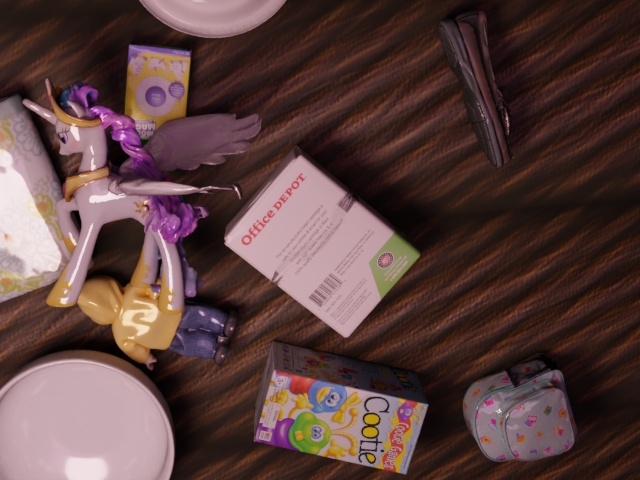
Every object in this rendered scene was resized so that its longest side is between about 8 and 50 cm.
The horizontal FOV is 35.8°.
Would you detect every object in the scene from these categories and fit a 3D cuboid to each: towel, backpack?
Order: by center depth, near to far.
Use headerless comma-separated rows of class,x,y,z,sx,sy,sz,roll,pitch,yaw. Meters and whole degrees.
towel,-0.611,-0.039,1.655,0.375,0.090,0.320,-20,109,1
backpack,0.358,0.316,1.794,0.189,0.144,0.165,-16,111,3

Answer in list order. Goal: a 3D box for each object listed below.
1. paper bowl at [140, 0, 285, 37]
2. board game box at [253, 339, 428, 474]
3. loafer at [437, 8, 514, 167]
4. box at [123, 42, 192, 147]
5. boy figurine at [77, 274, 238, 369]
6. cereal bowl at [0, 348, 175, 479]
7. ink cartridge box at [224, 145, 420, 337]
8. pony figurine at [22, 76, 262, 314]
paper bowl,-0.169,-0.458,1.542,0.284,0.148,0.284,-1,107,-4
board game box,0.031,0.295,1.761,0.275,0.144,0.142,14,104,-7
loafer,0.281,-0.255,1.659,0.084,0.096,0.267,-24,104,-4
box,-0.273,-0.232,1.648,0.105,0.043,0.179,5,107,-6
boy figurine,-0.293,0.138,1.722,0.285,0.092,0.177,16,104,-7
cereal bowl,-0.418,0.341,1.742,0.339,0.141,0.338,-1,106,-3
ink cartridge box,0.000,0.000,1.693,0.273,0.115,0.198,39,99,-13
pony figurine,-0.278,-0.070,1.547,0.351,0.302,0.363,4,115,3
